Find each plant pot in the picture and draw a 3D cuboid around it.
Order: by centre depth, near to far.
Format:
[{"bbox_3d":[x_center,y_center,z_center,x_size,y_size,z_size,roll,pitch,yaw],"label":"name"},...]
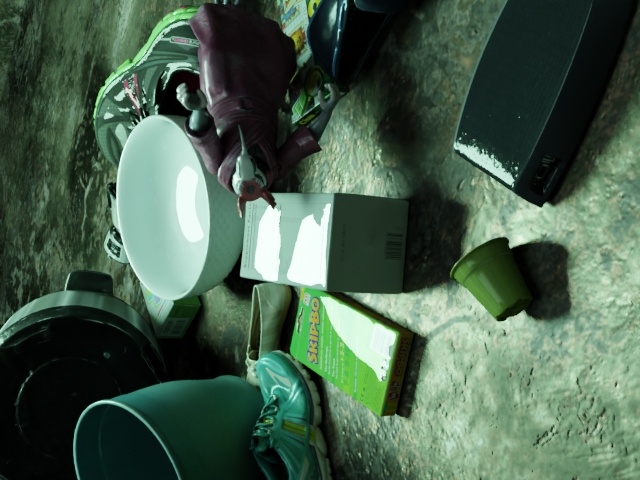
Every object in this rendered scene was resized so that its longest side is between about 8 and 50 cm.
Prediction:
[{"bbox_3d":[0.211,0.051,1.102,0.079,0.083,0.083,58,133,26],"label":"plant pot"},{"bbox_3d":[-0.215,0.346,1.501,0.271,0.255,0.272,13,110,37],"label":"plant pot"}]

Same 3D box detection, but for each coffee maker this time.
[{"bbox_3d":[-0.365,-0.051,1.934,0.120,0.171,0.178,61,148,32],"label":"coffee maker"}]

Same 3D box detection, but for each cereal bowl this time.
[{"bbox_3d":[-0.239,-0.065,1.704,0.339,0.141,0.339,12,105,50],"label":"cereal bowl"}]

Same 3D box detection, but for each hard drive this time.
[{"bbox_3d":[0.249,-0.186,1.086,0.172,0.054,0.255,46,123,49],"label":"hard drive"}]

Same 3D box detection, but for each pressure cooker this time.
[{"bbox_3d":[-0.483,0.288,1.817,0.375,0.370,0.420,53,173,-11],"label":"pressure cooker"}]

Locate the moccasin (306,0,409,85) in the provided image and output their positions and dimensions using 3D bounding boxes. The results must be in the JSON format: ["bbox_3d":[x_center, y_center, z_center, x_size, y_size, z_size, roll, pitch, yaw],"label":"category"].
[{"bbox_3d":[0.090,-0.362,1.309,0.342,0.137,0.117,115,139,-51],"label":"moccasin"}]

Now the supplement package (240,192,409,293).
[{"bbox_3d":[0.000,0.000,1.366,0.244,0.134,0.139,6,91,56],"label":"supplement package"}]

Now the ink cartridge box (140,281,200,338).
[{"bbox_3d":[-0.318,0.088,1.900,0.109,0.062,0.209,-58,42,36],"label":"ink cartridge box"}]

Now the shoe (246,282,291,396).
[{"bbox_3d":[-0.101,0.174,1.565,0.076,0.058,0.219,23,105,55],"label":"shoe"}]

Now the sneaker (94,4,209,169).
[{"bbox_3d":[-0.322,-0.264,1.844,0.483,0.185,0.202,-43,48,47],"label":"sneaker"}]

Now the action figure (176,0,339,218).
[{"bbox_3d":[-0.130,-0.180,1.399,0.276,0.248,0.370,131,143,-50],"label":"action figure"}]

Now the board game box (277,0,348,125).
[{"bbox_3d":[-0.017,-0.335,1.532,0.136,0.030,0.260,-30,62,49],"label":"board game box"}]

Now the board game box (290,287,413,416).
[{"bbox_3d":[0.038,0.155,1.379,0.259,0.039,0.124,24,105,52],"label":"board game box"}]

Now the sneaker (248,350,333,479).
[{"bbox_3d":[-0.058,0.297,1.438,0.107,0.110,0.275,-47,48,43],"label":"sneaker"}]
